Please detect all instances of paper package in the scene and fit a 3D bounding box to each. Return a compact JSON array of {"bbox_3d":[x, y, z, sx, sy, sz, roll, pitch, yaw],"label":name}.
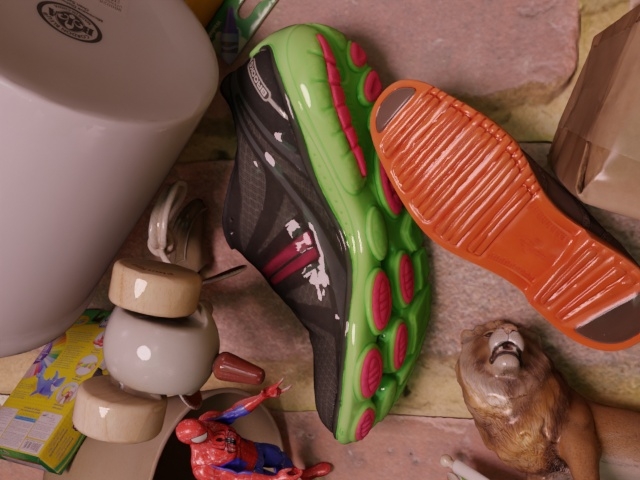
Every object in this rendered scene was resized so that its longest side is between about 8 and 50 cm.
[{"bbox_3d":[0.388,-0.078,0.592,0.324,0.309,0.168,19,105,11],"label":"paper package"}]

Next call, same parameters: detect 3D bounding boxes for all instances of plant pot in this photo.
[{"bbox_3d":[-0.229,0.322,0.899,0.273,0.256,0.257,-7,99,33],"label":"plant pot"}]

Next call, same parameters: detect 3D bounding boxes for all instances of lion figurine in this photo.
[{"bbox_3d":[0.335,0.227,0.749,0.391,0.240,0.142,18,127,-4],"label":"lion figurine"}]

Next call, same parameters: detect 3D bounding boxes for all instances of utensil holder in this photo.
[{"bbox_3d":[-0.332,-0.104,0.736,0.328,0.327,0.385,47,126,3],"label":"utensil holder"}]

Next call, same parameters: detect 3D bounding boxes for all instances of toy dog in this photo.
[{"bbox_3d":[-0.136,0.092,0.730,0.160,0.334,0.220,17,114,-7],"label":"toy dog"}]

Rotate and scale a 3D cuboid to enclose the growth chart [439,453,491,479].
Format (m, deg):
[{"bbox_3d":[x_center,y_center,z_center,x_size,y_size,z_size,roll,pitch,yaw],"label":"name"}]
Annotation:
[{"bbox_3d":[0.227,0.375,0.822,0.172,0.021,0.238,5,119,59],"label":"growth chart"}]

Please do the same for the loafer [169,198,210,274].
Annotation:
[{"bbox_3d":[-0.170,0.014,0.908,0.050,0.056,0.148,23,116,10],"label":"loafer"}]

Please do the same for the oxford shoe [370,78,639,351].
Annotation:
[{"bbox_3d":[0.201,-0.035,0.746,0.364,0.133,0.130,45,114,1],"label":"oxford shoe"}]

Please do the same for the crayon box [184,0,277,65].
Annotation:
[{"bbox_3d":[-0.182,-0.394,0.818,0.323,0.083,0.203,42,108,5],"label":"crayon box"}]

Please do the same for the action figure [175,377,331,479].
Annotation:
[{"bbox_3d":[-0.046,0.254,0.807,0.139,0.280,0.092,-25,48,24],"label":"action figure"}]

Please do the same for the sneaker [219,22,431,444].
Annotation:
[{"bbox_3d":[0.000,0.000,0.815,0.202,0.185,0.483,-5,98,38],"label":"sneaker"}]

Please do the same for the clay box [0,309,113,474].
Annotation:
[{"bbox_3d":[-0.339,0.193,0.920,0.127,0.222,0.053,1,136,31],"label":"clay box"}]
